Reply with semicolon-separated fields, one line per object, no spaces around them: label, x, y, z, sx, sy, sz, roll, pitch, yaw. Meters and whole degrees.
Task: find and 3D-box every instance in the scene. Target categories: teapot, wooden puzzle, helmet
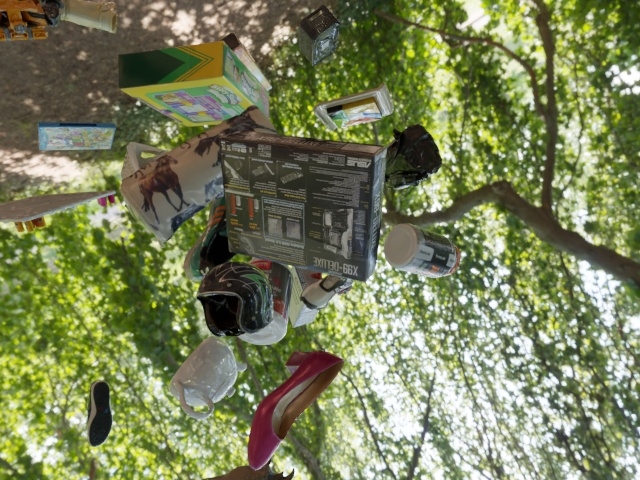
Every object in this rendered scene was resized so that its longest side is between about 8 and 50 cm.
teapot;-0.372;0.466;1.397;0.256;0.187;0.253;-50;175;-28
wooden puzzle;0.118;-0.427;1.366;0.238;0.045;0.221;-14;173;17
helmet;-0.189;0.126;0.928;0.169;0.162;0.169;-17;-177;1

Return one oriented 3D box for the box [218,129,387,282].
box;-0.038;-0.070;0.788;0.306;0.243;0.076;11;-152;20

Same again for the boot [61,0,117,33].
boot;-0.867;-0.847;1.523;0.203;0.095;0.262;1;-144;-30

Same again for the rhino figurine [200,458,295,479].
rhino figurine;-0.162;0.513;0.842;0.243;0.107;0.073;-24;-172;6

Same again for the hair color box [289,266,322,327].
hair color box;-0.073;0.234;1.786;0.105;0.174;0.347;-13;155;-19

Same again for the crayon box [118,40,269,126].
crayon box;-0.361;-0.459;1.263;0.312;0.106;0.363;-2;178;12

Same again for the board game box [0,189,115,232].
board game box;-0.986;-0.099;1.415;0.388;0.051;0.390;-2;-162;15

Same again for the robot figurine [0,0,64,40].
robot figurine;-0.694;-0.535;0.890;0.210;0.291;0.085;-24;160;-35

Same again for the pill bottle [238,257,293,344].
pill bottle;-0.183;0.165;1.369;0.176;0.176;0.319;-22;-141;23

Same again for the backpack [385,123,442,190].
backpack;0.230;-0.205;1.086;0.115;0.152;0.182;-20;173;-23

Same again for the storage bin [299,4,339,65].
storage bin;-0.006;-0.750;1.519;0.122;0.084;0.180;-39;174;-7

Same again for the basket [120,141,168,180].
basket;-0.458;-0.170;1.107;0.113;0.167;0.103;8;126;-42

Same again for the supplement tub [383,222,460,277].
supplement tub;0.264;0.031;1.056;0.190;0.117;0.116;15;165;-34

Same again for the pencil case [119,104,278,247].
pencil case;-0.268;-0.166;1.001;0.410;0.160;0.184;-38;157;-21

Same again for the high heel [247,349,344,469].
high heel;-0.043;0.316;0.781;0.117;0.082;0.244;-4;-145;33

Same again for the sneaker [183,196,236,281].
sneaker;-0.240;-0.028;1.081;0.120;0.108;0.303;-9;-129;41

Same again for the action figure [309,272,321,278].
action figure;0.000;0.000;1.528;0.138;0.092;0.281;12;-126;31

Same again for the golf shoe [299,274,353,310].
golf shoe;0.030;0.161;1.515;0.272;0.105;0.120;-24;148;-48

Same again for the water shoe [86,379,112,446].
water shoe;-0.729;0.565;1.357;0.072;0.204;0.080;10;164;-40

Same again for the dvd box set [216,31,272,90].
dvd box set;-0.376;-0.601;1.594;0.307;0.062;0.420;-31;177;7

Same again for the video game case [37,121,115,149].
video game case;-0.622;-0.265;1.056;0.166;0.015;0.119;-10;169;-35
